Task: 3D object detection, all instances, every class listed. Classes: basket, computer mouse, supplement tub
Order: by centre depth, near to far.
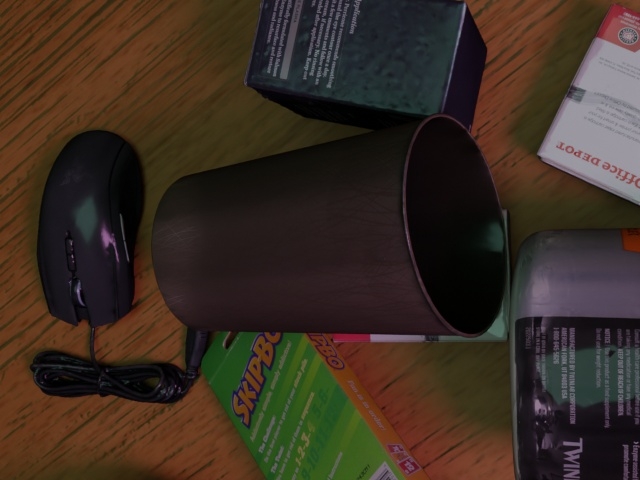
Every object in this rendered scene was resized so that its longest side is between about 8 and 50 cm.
[{"bbox_3d":[0.310,0.092,0.681,0.337,0.207,0.207,0,90,15],"label":"supplement tub"},{"bbox_3d":[0.000,0.000,0.724,0.226,0.204,0.154,-6,76,27],"label":"basket"},{"bbox_3d":[-0.189,0.030,0.898,0.184,0.060,0.262,8,92,16],"label":"computer mouse"}]

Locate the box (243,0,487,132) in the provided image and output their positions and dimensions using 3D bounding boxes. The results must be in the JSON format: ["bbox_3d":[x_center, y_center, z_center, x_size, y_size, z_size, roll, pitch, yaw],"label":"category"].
[{"bbox_3d":[0.044,-0.142,0.784,0.158,0.156,0.093,13,92,15],"label":"box"}]

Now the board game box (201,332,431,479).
[{"bbox_3d":[-0.009,0.158,0.806,0.259,0.039,0.124,51,122,29],"label":"board game box"}]

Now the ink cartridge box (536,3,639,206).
[{"bbox_3d":[0.249,-0.105,0.777,0.099,0.056,0.135,28,96,15],"label":"ink cartridge box"}]

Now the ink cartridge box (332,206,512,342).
[{"bbox_3d":[0.087,0.029,0.818,0.150,0.063,0.109,-2,89,17],"label":"ink cartridge box"}]
